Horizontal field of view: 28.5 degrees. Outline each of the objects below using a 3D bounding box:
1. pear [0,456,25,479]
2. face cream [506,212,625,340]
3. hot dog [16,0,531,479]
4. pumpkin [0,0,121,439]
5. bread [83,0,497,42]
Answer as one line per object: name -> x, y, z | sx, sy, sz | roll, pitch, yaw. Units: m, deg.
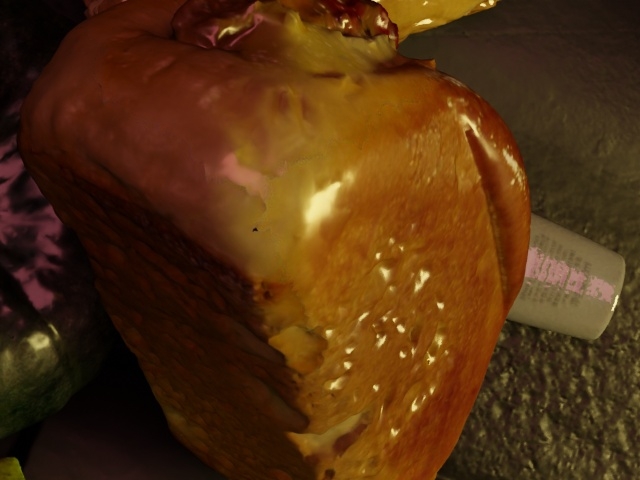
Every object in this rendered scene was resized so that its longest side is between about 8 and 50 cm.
pear -> -0.211, 0.265, 0.702 | 0.176, 0.282, 0.286 | -19, 81, -20
face cream -> 0.118, 0.010, 0.920 | 0.198, 0.057, 0.084 | 21, 84, -2
hot dog -> -0.002, 0.000, 0.739 | 0.185, 0.405, 0.223 | 29, 65, 28
pumpkin -> -0.239, -0.023, 0.778 | 0.300, 0.207, 0.300 | 4, 80, -26
bread -> -0.005, -0.210, 0.901 | 0.344, 0.149, 0.195 | -25, 82, -13
